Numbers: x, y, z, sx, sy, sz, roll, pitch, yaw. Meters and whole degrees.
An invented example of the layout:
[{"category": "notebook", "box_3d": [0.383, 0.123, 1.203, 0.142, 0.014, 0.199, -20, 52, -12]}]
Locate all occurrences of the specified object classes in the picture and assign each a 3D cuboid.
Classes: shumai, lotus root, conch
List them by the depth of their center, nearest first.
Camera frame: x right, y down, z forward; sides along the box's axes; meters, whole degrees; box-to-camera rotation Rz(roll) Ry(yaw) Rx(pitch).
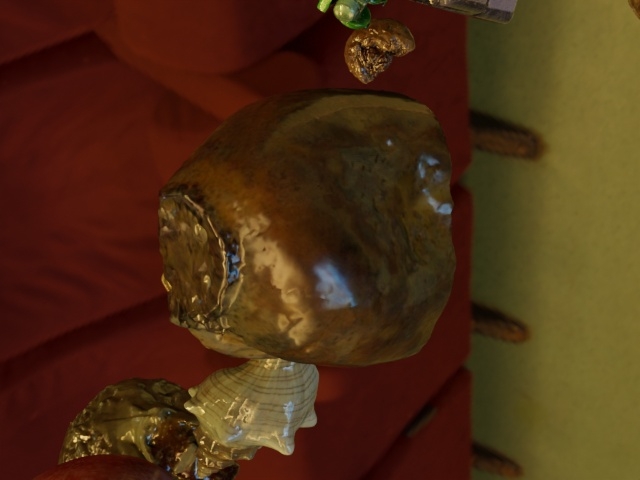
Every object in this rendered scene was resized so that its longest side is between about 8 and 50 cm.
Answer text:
[{"category": "lotus root", "box_3d": [-0.009, -0.012, 1.132, 0.149, 0.260, 0.267, 6, 95, 46]}, {"category": "conch", "box_3d": [-0.066, 0.189, 1.375, 0.234, 0.114, 0.137, -32, 121, 27]}, {"category": "shumai", "box_3d": [-0.232, 0.294, 1.713, 0.189, 0.255, 0.218, 27, 149, -28]}]

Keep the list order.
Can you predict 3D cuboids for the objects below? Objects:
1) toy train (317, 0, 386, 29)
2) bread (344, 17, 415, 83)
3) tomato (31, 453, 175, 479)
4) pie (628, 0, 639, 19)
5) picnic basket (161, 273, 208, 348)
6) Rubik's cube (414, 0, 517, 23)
[{"category": "toy train", "box_3d": [0.056, -0.355, 1.509, 0.119, 0.251, 0.085, 35, 138, 0]}, {"category": "bread", "box_3d": [0.084, -0.299, 1.938, 0.113, 0.060, 0.082, -38, 95, 24]}, {"category": "tomato", "box_3d": [-0.194, 0.326, 1.104, 0.227, 0.270, 0.270, -20, 123, 7]}, {"category": "pie", "box_3d": [0.499, -0.356, 1.608, 0.339, 0.077, 0.339, 177, 90, -70]}, {"category": "picnic basket", "box_3d": [-0.097, 0.036, 1.430, 0.115, 0.079, 0.164, 56, 134, 12]}, {"category": "Rubik's cube", "box_3d": [0.157, -0.535, 1.963, 0.318, 0.313, 0.316, 19, 103, 26]}]
